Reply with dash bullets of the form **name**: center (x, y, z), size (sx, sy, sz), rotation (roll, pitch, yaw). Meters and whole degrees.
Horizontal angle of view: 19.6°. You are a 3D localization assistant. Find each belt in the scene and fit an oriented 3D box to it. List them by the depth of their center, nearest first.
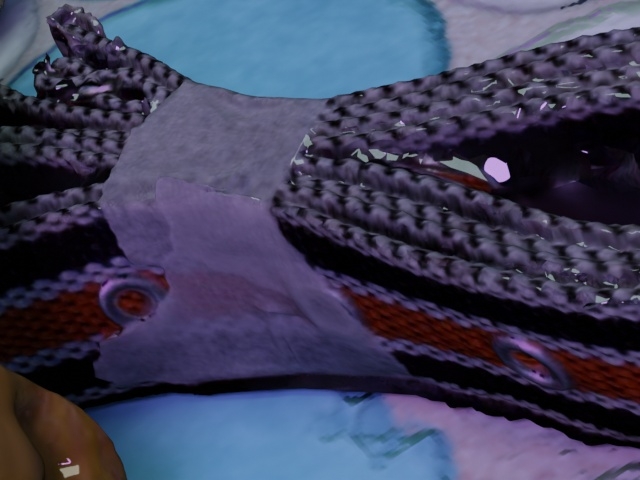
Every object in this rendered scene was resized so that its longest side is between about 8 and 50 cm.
- **belt**: center (0.000, 0.000, 0.541), size (0.359, 0.094, 0.126), rotation (3, 48, 38)

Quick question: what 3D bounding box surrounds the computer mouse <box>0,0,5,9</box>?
- **computer mouse**: center (-0.245, -0.132, 0.887), size (0.145, 0.082, 0.236), rotation (-41, 38, -20)

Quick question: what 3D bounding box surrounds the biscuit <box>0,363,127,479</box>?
- **biscuit**: center (-0.157, 0.026, 0.421), size (0.052, 0.275, 0.355), rotation (-34, 56, 36)
